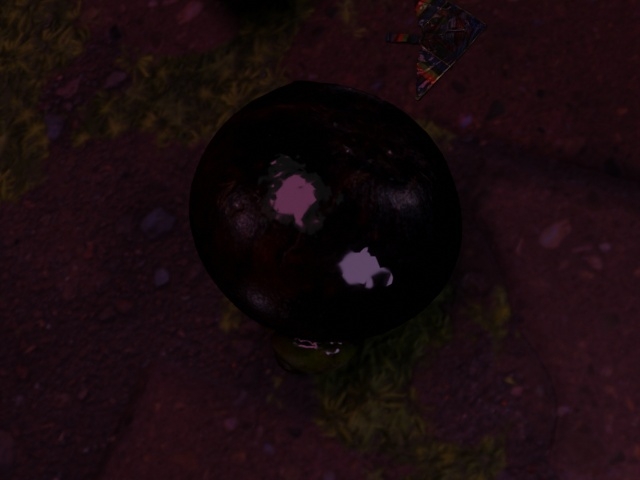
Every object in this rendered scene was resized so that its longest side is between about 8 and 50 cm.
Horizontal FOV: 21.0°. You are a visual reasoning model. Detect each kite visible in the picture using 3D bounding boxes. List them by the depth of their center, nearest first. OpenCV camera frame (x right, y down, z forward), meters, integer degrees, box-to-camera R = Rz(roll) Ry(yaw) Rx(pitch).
[{"bbox_3d":[0.098,-0.174,1.472,0.090,0.004,0.122,-5,63,19],"label":"kite"}]

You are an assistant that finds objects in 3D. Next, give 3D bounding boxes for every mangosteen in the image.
[{"bbox_3d":[-0.001,-0.012,1.326,0.216,0.216,0.216,-9,62,17],"label":"mangosteen"}]
